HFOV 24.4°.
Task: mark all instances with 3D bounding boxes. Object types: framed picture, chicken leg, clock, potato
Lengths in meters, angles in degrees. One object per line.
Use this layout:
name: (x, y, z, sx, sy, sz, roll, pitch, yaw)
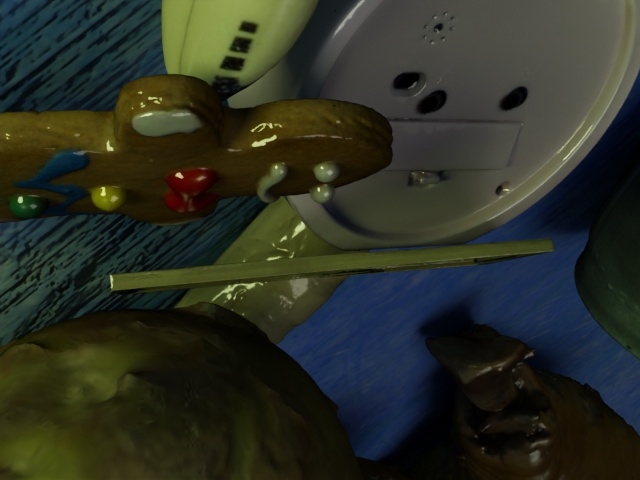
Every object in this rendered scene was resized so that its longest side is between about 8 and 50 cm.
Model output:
framed picture: (-0.001, 0.013, 0.726, 0.201, 0.010, 0.136, -5, 177, -6)
chicken leg: (0.131, 0.199, 1.229, 0.295, 0.182, 0.409, -23, 147, 5)
clock: (0.056, -0.086, 0.693, 0.197, 0.068, 0.197, -20, 139, -19)
potato: (-0.079, 0.143, 0.747, 0.237, 0.301, 0.289, -68, 171, 26)

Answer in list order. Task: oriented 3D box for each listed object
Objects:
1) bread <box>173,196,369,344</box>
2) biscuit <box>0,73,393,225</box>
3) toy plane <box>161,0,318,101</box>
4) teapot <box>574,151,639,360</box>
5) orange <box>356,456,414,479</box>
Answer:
bread: (0.000, -0.001, 0.824, 0.214, 0.053, 0.073, -45, 156, 10)
biscuit: (-0.071, -0.028, 0.590, 0.205, 0.031, 0.138, -5, 163, -9)
toy plane: (-0.006, -0.154, 0.521, 0.229, 0.092, 0.244, -12, 145, -47)
teapot: (0.358, -0.022, 1.055, 0.322, 0.239, 0.239, -4, 125, -42)
orange: (-0.007, 0.261, 1.099, 0.240, 0.171, 0.240, -19, 145, -14)
